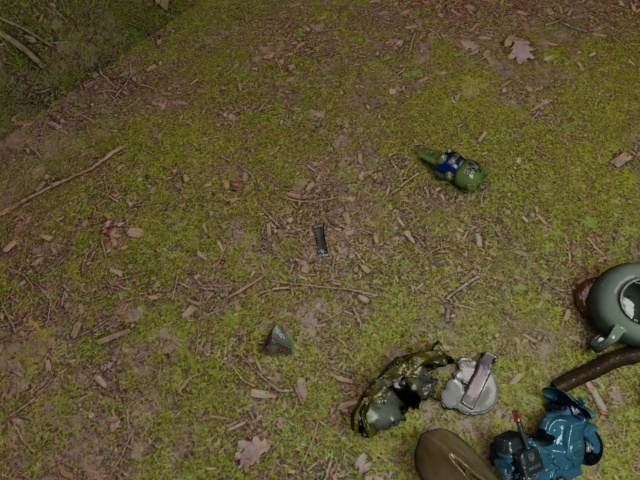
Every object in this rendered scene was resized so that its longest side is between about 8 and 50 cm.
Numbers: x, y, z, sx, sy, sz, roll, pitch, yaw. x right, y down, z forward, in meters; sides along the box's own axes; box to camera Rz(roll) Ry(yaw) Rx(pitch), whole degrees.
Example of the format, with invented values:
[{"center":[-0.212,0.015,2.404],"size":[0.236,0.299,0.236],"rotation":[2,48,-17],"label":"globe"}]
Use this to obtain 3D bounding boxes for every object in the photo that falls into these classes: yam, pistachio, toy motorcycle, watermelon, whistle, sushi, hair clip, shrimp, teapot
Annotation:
[{"center":[0.693,0.285,1.027],"size":[0.327,0.045,0.045],"rotation":[-22,88,-5],"label":"yam"},{"center":[0.288,0.492,0.908],"size":[0.126,0.152,0.223],"rotation":[-42,84,-19],"label":"pistachio"},{"center":[0.482,0.417,0.926],"size":[0.272,0.123,0.182],"rotation":[-12,81,-20],"label":"toy motorcycle"},{"center":[-0.117,0.255,1.130],"size":[0.085,0.061,0.085],"rotation":[-2,71,5],"label":"watermelon"},{"center":[0.397,-0.224,1.313],"size":[0.227,0.085,0.105],"rotation":[35,62,23],"label":"whistle"},{"center":[0.188,0.342,1.007],"size":[0.291,0.139,0.131],"rotation":[-31,70,-11],"label":"sushi"},{"center":[0.365,0.342,1.034],"size":[0.116,0.049,0.172],"rotation":[26,70,24],"label":"hair clip"},{"center":[0.739,0.157,1.094],"size":[0.188,0.051,0.132],"rotation":[3,79,15],"label":"shrimp"},{"center":[0.728,0.146,1.002],"size":[0.193,0.129,0.294],"rotation":[42,92,22],"label":"teapot"}]

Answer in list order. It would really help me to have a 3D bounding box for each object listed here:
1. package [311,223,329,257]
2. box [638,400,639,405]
[{"center":[0.000,0.000,1.280],"size":[0.037,0.015,0.110],"rotation":[-11,60,2],"label":"package"},{"center":[0.809,0.375,0.912],"size":[0.199,0.135,0.081],"rotation":[39,72,23],"label":"box"}]
